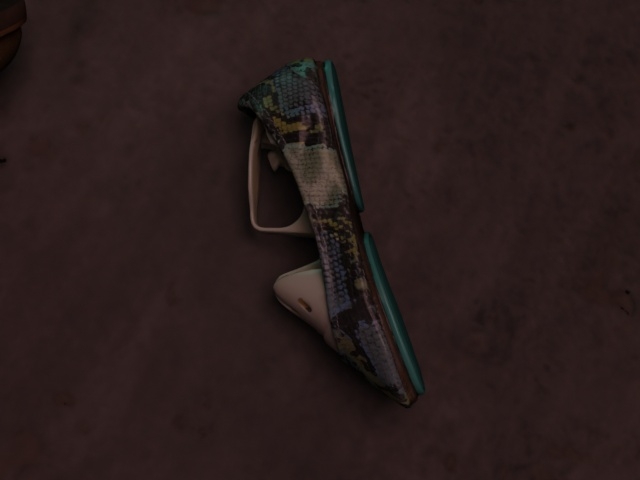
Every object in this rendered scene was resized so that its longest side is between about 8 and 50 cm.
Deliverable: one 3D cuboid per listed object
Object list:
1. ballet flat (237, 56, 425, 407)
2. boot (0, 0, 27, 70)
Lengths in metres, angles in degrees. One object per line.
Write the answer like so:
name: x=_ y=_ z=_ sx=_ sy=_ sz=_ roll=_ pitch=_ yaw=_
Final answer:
ballet flat: x=0.000 y=0.000 z=0.593 sx=0.070 sy=0.070 sz=0.188 roll=-10 pitch=74 yaw=-17
boot: x=-0.252 y=-0.022 z=0.522 sx=0.305 sy=0.112 sz=0.115 roll=-40 pitch=128 yaw=-34
